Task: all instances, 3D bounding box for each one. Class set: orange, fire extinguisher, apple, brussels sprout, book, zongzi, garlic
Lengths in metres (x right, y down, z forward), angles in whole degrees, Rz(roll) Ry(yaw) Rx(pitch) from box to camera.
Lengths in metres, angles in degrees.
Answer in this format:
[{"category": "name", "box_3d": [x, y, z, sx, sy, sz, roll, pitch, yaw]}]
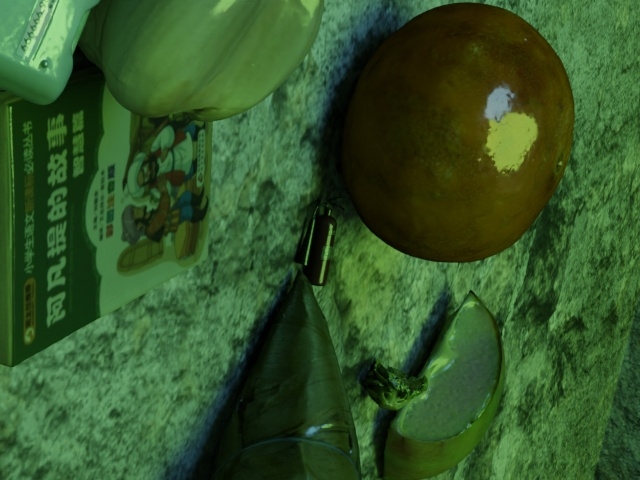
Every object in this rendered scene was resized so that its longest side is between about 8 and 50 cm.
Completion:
[{"category": "orange", "box_3d": [0.151, -0.112, 1.421, 0.284, 0.226, 0.284, -47, 149, -40]}, {"category": "fire extinguisher", "box_3d": [-0.005, -0.002, 1.393, 0.046, 0.032, 0.100, 4, 102, -30]}, {"category": "apple", "box_3d": [0.180, 0.226, 1.798, 0.265, 0.120, 0.193, -55, 160, -32]}, {"category": "brussels sprout", "box_3d": [0.087, 0.179, 1.627, 0.058, 0.085, 0.085, -67, 154, -12]}, {"category": "book", "box_3d": [-0.164, -0.040, 1.031, 0.264, 0.027, 0.202, -31, 131, -57]}, {"category": "zongzi", "box_3d": [-0.039, 0.256, 1.372, 0.323, 0.160, 0.360, 99, -5, -51]}, {"category": "garlic", "box_3d": [-0.091, -0.192, 0.942, 0.203, 0.185, 0.281, -55, -163, 39]}]

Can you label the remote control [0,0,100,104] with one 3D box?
[{"category": "remote control", "box_3d": [-0.234, -0.166, 0.718, 0.293, 0.051, 0.103, 23, 88, -50]}]
